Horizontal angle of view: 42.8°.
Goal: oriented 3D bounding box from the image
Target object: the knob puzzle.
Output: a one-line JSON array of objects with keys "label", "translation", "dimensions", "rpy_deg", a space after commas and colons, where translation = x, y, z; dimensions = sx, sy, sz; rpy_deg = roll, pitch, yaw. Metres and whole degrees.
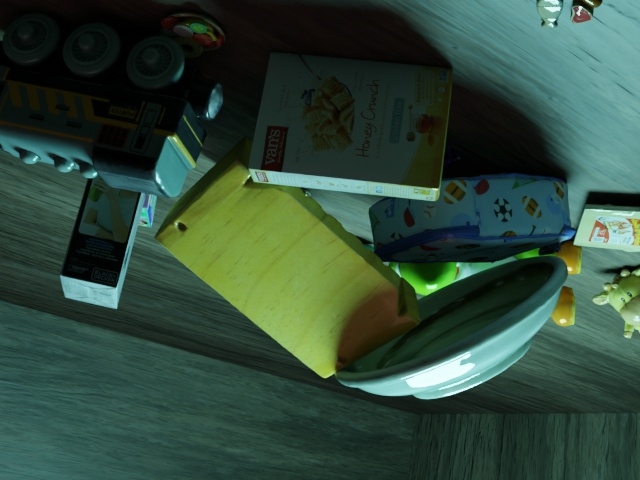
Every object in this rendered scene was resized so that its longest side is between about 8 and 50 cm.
[{"label": "knob puzzle", "translation": [0.536, -0.026, 1.374], "dimensions": [0.213, 0.030, 0.213], "rpy_deg": [9, 161, 3]}]

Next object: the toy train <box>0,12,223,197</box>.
[{"label": "toy train", "translation": [-0.297, -0.173, 1.061], "dimensions": [0.333, 0.190, 0.142], "rpy_deg": [13, 162, 11]}]

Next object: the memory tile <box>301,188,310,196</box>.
[{"label": "memory tile", "translation": [-0.090, -0.079, 1.547], "dimensions": [0.113, 0.012, 0.148], "rpy_deg": [15, 161, -14]}]

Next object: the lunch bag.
[{"label": "lunch bag", "translation": [0.240, -0.024, 1.308], "dimensions": [0.303, 0.115, 0.243], "rpy_deg": [2, 165, -32]}]

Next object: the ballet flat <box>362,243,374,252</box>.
[{"label": "ballet flat", "translation": [0.049, 0.059, 1.785], "dimensions": [0.087, 0.083, 0.247], "rpy_deg": [4, 168, -30]}]

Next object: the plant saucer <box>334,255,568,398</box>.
[{"label": "plant saucer", "translation": [0.218, 0.155, 1.294], "dimensions": [0.400, 0.101, 0.400], "rpy_deg": [-27, -176, 2]}]

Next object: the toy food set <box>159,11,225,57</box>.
[{"label": "toy food set", "translation": [-0.163, -0.261, 1.035], "dimensions": [0.083, 0.020, 0.082], "rpy_deg": [0, 159, 27]}]

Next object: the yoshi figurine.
[{"label": "yoshi figurine", "translation": [0.298, 0.064, 1.537], "dimensions": [0.362, 0.204, 0.203], "rpy_deg": [7, 145, 15]}]

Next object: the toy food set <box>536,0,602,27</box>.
[{"label": "toy food set", "translation": [0.260, -0.256, 0.850], "dimensions": [0.077, 0.019, 0.122], "rpy_deg": [1, 160, 23]}]

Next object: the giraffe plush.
[{"label": "giraffe plush", "translation": [0.652, 0.129, 1.627], "dimensions": [0.170, 0.181, 0.210], "rpy_deg": [33, -173, -29]}]

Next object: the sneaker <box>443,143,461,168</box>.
[{"label": "sneaker", "translation": [0.100, -0.140, 1.199], "dimensions": [0.223, 0.083, 0.098], "rpy_deg": [9, 154, -36]}]

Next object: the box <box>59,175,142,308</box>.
[{"label": "box", "translation": [-0.334, -0.051, 1.314], "dimensions": [0.087, 0.290, 0.169], "rpy_deg": [14, 163, -10]}]

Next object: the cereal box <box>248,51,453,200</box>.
[{"label": "cereal box", "translation": [0.040, -0.147, 1.038], "dimensions": [0.240, 0.173, 0.047], "rpy_deg": [6, 161, 7]}]

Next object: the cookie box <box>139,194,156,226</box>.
[{"label": "cookie box", "translation": [-0.329, -0.086, 1.518], "dimensions": [0.040, 0.092, 0.107], "rpy_deg": [8, 162, -5]}]

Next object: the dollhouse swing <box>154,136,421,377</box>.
[{"label": "dollhouse swing", "translation": [-0.024, -0.022, 1.288], "dimensions": [0.347, 0.305, 0.315], "rpy_deg": [41, 131, -14]}]
